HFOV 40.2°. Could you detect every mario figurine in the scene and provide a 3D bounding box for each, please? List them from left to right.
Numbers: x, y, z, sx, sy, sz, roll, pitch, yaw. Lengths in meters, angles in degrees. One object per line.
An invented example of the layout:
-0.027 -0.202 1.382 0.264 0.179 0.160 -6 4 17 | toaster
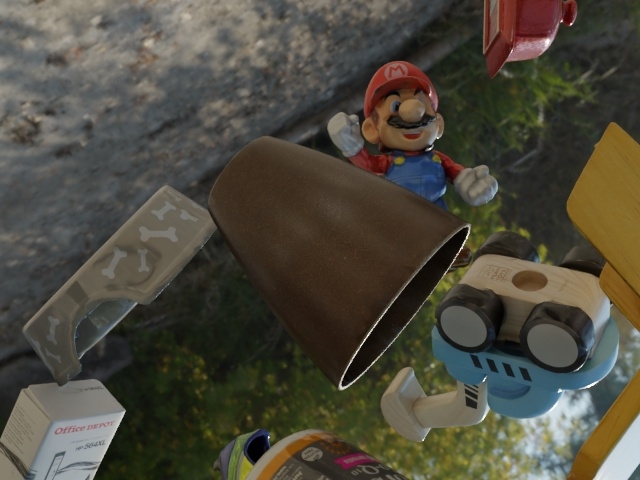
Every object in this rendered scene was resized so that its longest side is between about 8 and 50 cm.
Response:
0.132 -0.114 1.272 0.198 0.321 0.170 3 164 -43 | mario figurine

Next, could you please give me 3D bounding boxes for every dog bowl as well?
-0.305 0.057 1.321 0.349 0.102 0.349 -44 -172 8 | dog bowl

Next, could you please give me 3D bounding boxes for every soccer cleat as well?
-0.083 0.434 1.407 0.121 0.289 0.093 -39 140 13 | soccer cleat

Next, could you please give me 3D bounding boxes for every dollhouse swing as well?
0.362 0.105 1.107 0.305 0.315 0.347 -41 152 8 | dollhouse swing

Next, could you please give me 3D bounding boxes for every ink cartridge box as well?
-0.413 0.324 1.345 0.148 0.086 0.203 3 119 -55 | ink cartridge box

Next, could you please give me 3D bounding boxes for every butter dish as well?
0.290 -0.313 1.193 0.118 0.160 0.160 2 174 0 | butter dish

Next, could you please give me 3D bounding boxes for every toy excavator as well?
0.296 0.221 1.542 0.432 0.445 0.222 11 -143 29 | toy excavator

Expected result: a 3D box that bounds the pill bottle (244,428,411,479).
0.057 0.300 0.807 0.162 0.162 0.278 -27 -147 -34 | pill bottle

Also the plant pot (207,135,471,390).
0.000 0.000 0.916 0.215 0.230 0.215 -48 166 -16 | plant pot
